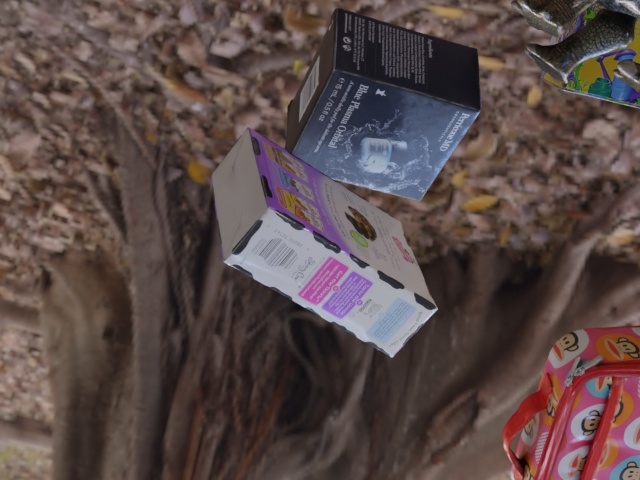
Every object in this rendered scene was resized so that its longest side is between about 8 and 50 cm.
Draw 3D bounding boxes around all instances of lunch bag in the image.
[{"bbox_3d":[0.363,0.246,1.437,0.258,0.120,0.293,1,122,-12],"label":"lunch bag"}]

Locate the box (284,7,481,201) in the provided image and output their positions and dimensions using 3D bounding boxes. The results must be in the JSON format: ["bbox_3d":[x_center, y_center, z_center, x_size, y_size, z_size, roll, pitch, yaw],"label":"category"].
[{"bbox_3d":[0.061,-0.136,1.149,0.158,0.093,0.156,13,142,-14],"label":"box"}]

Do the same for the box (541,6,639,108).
[{"bbox_3d":[0.423,-0.269,1.194,0.290,0.279,0.177,14,-167,1],"label":"box"}]

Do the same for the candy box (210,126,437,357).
[{"bbox_3d":[0.000,0.000,1.046,0.196,0.165,0.070,31,111,-25],"label":"candy box"}]

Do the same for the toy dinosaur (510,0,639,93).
[{"bbox_3d":[0.204,-0.140,0.580,0.313,0.160,0.121,34,179,33],"label":"toy dinosaur"}]
